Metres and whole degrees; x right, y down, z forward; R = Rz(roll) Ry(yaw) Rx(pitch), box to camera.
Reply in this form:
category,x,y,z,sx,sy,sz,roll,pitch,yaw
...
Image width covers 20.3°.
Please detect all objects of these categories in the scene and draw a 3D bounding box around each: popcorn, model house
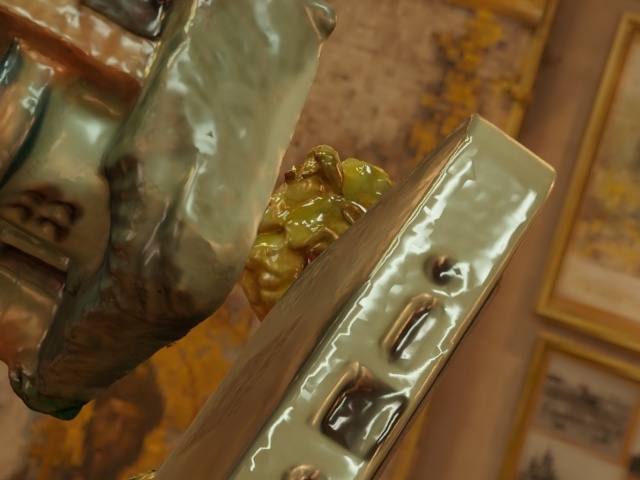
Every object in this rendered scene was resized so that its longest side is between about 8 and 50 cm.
category,x,y,z,sx,sy,sz,roll,pitch,yaw
popcorn,-0.001,0.001,1.955,0.189,0.218,0.169,52,-34,-13
model house,-0.206,-0.077,0.970,0.325,0.194,0.267,30,-33,-16

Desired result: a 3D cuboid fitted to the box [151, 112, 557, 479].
category,x,y,z,sx,sy,sz,roll,pitch,yaw
box,-0.019,0.120,1.156,0.090,0.367,0.373,38,-28,-6

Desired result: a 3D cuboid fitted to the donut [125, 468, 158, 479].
category,x,y,z,sx,sy,sz,roll,pitch,yaw
donut,-0.135,0.330,1.657,0.107,0.272,0.272,-8,8,-4
